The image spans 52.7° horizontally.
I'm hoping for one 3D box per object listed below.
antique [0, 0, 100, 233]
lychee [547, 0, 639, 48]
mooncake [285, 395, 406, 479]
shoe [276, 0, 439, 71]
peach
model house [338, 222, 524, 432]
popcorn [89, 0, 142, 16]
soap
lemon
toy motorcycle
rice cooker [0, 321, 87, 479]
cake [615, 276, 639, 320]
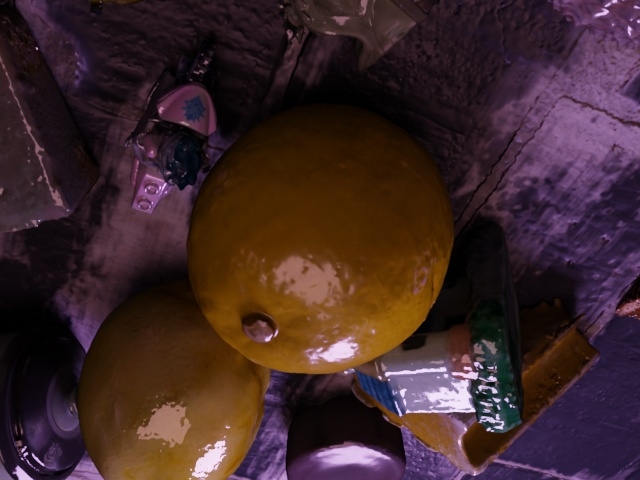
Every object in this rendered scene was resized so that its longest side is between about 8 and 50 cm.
[{"bbox_3d":[-0.401,-0.165,0.817,0.125,0.150,0.284,-13,118,5],"label":"antique"},{"bbox_3d":[0.327,-0.323,0.599,0.300,0.300,0.300,0,127,0],"label":"lychee"},{"bbox_3d":[0.046,0.403,1.232,0.245,0.133,0.245,0,128,-1],"label":"mooncake"},{"bbox_3d":[-0.017,-0.294,0.717,0.293,0.109,0.149,27,117,-24],"label":"shoe"},{"bbox_3d":[-0.224,0.223,1.004,0.281,0.314,0.315,18,124,6],"label":"peach"},{"bbox_3d":[0.125,0.135,0.971,0.325,0.267,0.194,-10,122,21],"label":"model house"},{"bbox_3d":[-0.238,-0.325,0.685,0.173,0.142,0.173,-7,156,-3],"label":"popcorn"},{"bbox_3d":[0.260,0.201,1.139,0.339,0.304,0.169,-32,123,-25],"label":"soap"},{"bbox_3d":[0.000,0.000,0.806,0.348,0.348,0.348,0,127,0],"label":"lemon"},{"bbox_3d":[-0.187,-0.113,0.799,0.108,0.204,0.239,6,130,-14],"label":"toy motorcycle"},{"bbox_3d":[-0.515,0.274,1.063,0.317,0.264,0.316,-5,167,-1],"label":"rice cooker"},{"bbox_3d":[0.580,0.039,1.015,0.112,0.135,0.246,18,155,1],"label":"cake"}]
